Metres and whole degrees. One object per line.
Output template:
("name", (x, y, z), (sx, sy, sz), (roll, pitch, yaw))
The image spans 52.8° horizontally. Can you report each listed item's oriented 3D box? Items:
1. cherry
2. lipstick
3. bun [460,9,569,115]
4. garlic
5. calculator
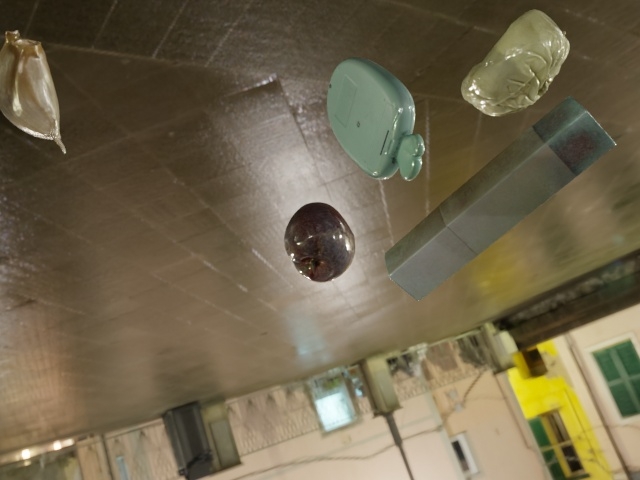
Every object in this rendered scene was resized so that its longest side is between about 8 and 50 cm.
("cherry", (0.002, 0.001, 1.357), (0.140, 0.176, 0.176), (-14, 167, 27))
("lipstick", (0.258, -0.056, 0.978), (0.080, 0.076, 0.371), (39, 113, -21))
("bun", (0.408, -0.351, 1.324), (0.229, 0.145, 0.229), (-44, 177, -3))
("garlic", (-0.366, -0.181, 0.798), (0.066, 0.152, 0.084), (-15, -164, -34))
("calculator", (0.091, -0.215, 1.154), (0.042, 0.295, 0.184), (-8, 132, -30))
